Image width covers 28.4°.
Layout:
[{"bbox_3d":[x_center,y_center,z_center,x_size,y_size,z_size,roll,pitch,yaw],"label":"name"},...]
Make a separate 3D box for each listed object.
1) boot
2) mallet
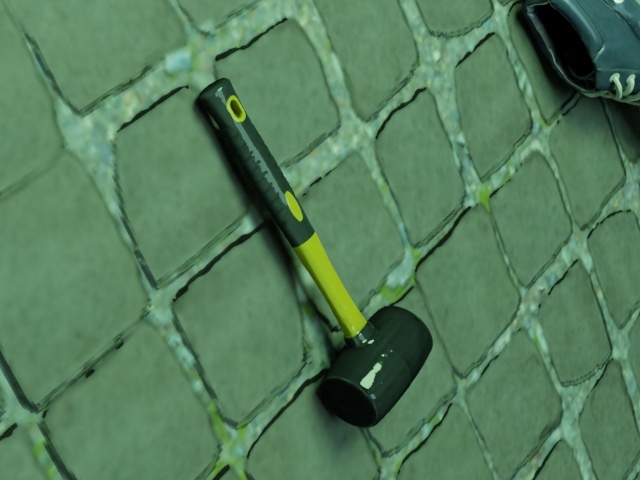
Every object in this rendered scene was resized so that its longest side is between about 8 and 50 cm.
[{"bbox_3d":[0.200,-0.114,0.842,0.190,0.069,0.086,49,58,-23],"label":"boot"},{"bbox_3d":[0.000,0.000,0.629,0.062,0.039,0.189,-39,111,-41],"label":"mallet"}]
